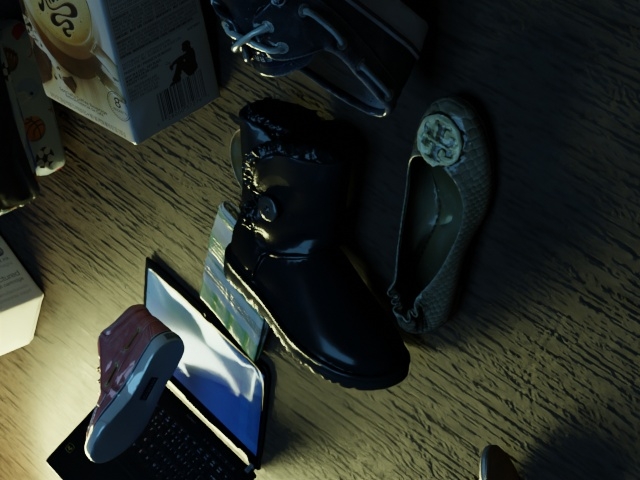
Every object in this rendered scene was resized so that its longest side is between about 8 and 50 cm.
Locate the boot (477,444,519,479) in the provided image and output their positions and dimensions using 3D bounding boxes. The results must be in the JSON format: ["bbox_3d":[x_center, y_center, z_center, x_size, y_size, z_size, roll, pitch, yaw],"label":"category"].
[{"bbox_3d":[0.148,0.240,1.677,0.087,0.042,0.118,6,114,56],"label":"boot"}]

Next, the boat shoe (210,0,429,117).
[{"bbox_3d":[-0.031,-0.183,1.443,0.108,0.301,0.102,12,80,42],"label":"boat shoe"}]

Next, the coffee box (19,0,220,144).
[{"bbox_3d":[-0.217,-0.267,1.767,0.168,0.119,0.297,28,141,41],"label":"coffee box"}]

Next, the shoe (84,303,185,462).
[{"bbox_3d":[-0.225,0.160,2.028,0.081,0.063,0.178,41,106,36],"label":"shoe"}]

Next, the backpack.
[{"bbox_3d":[-0.446,-0.145,2.129,0.263,0.213,0.277,-4,100,47],"label":"backpack"}]

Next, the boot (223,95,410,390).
[{"bbox_3d":[0.000,0.000,1.689,0.246,0.094,0.207,41,139,33],"label":"boot"}]

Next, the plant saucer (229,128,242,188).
[{"bbox_3d":[-0.060,-0.076,1.801,0.083,0.015,0.083,31,132,41],"label":"plant saucer"}]

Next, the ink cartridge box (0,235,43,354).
[{"bbox_3d":[-0.523,0.039,2.355,0.273,0.198,0.115,50,143,23],"label":"ink cartridge box"}]

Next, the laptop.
[{"bbox_3d":[-0.190,0.203,2.041,0.234,0.264,0.136,40,175,35],"label":"laptop"}]

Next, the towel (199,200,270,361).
[{"bbox_3d":[-0.082,0.043,1.904,0.113,0.023,0.152,50,146,27],"label":"towel"}]

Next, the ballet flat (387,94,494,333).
[{"bbox_3d":[0.097,-0.015,1.577,0.084,0.058,0.250,41,139,33],"label":"ballet flat"}]
